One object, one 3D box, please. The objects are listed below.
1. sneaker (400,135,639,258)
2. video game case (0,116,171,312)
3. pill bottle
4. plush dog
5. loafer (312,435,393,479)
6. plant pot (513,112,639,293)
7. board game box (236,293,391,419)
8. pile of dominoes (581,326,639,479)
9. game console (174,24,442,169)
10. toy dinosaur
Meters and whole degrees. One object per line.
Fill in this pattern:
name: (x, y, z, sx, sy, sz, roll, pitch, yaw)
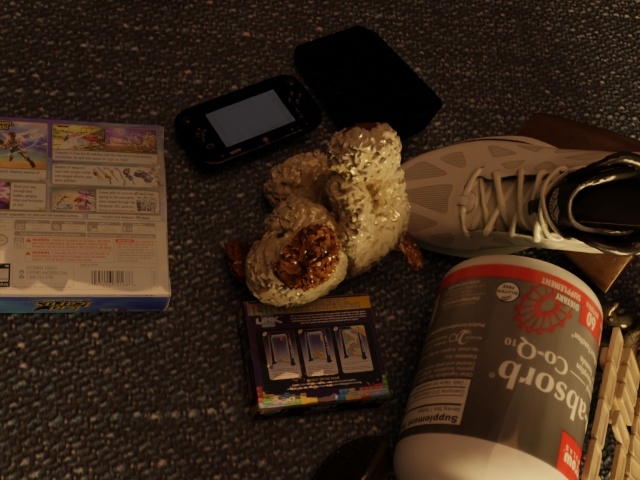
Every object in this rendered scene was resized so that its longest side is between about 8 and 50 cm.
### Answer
sneaker: (0.257, -0.063, 1.063, 0.448, 0.257, 0.169, 2, 88, 22)
video game case: (-0.326, -0.033, 1.088, 0.270, 0.061, 0.244, 1, 64, -17)
pill bottle: (0.204, 0.216, 1.040, 0.210, 0.210, 0.363, 23, 59, -5)
plush dog: (0.000, 0.000, 1.093, 0.225, 0.262, 0.210, -36, 99, -27)
loafer: (0.023, 0.323, 1.015, 0.078, 0.080, 0.220, 53, 54, -25)
plant pot: (0.378, -0.078, 1.267, 0.230, 0.215, 0.215, 38, 58, 17)
board game box: (-0.011, 0.143, 1.104, 0.170, 0.048, 0.141, -2, 62, -18)
pile of dominoes: (0.361, 0.251, 1.107, 0.196, 0.040, 0.251, 62, 40, -32)
game console: (-0.023, -0.187, 1.252, 0.361, 0.044, 0.213, -25, 58, -22)
toy dinosaur: (0.474, 0.125, 1.222, 0.313, 0.121, 0.160, -32, 109, -15)
